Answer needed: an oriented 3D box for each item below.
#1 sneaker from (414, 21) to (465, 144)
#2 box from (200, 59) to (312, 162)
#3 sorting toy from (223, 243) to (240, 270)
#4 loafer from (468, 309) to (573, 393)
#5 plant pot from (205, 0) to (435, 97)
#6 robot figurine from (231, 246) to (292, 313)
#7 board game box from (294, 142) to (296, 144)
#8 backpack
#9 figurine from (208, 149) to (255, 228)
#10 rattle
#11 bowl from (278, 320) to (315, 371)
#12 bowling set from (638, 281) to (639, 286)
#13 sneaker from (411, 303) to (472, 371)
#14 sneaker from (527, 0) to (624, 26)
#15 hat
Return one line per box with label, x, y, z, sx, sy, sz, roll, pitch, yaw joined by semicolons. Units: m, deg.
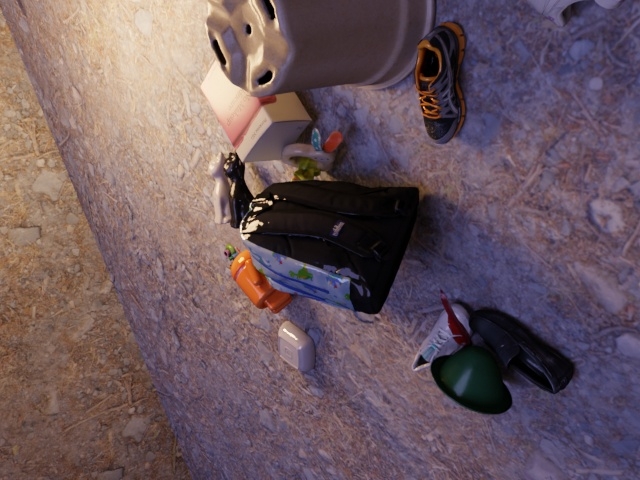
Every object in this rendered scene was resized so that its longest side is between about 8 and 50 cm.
sneaker;0.203;-0.270;1.034;0.084;0.083;0.215;19;129;41
box;-0.153;-0.317;1.351;0.148;0.126;0.232;-45;69;40
sorting toy;-0.288;0.062;1.884;0.102;0.042;0.061;57;144;7
loafer;0.382;0.214;1.142;0.223;0.078;0.076;36;137;31
plant pot;-0.022;-0.401;1.030;0.333;0.305;0.334;29;133;36
robot figurine;-0.177;0.111;1.710;0.219;0.158;0.128;47;120;19
board game box;-0.122;-0.307;1.450;0.154;0.026;0.104;29;134;36
backpack;0.000;0.000;1.240;0.355;0.290;0.273;17;149;14
figurine;-0.255;-0.152;1.658;0.215;0.092;0.210;13;115;59
rattle;-0.024;-0.156;1.303;0.130;0.143;0.199;34;162;-25
bowl;-0.082;0.336;1.809;0.142;0.053;0.142;29;132;35
bowling set;0.529;0.056;0.768;0.154;0.200;0.287;39;143;25
sneaker;0.262;0.227;1.283;0.080;0.094;0.212;44;141;24
sneaker;0.385;-0.395;0.732;0.152;0.114;0.305;49;149;-7
hat;0.328;0.221;1.159;0.173;0.208;0.184;49;126;47
